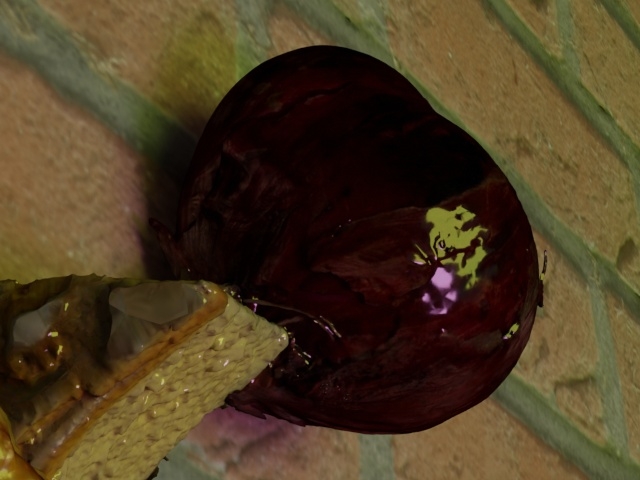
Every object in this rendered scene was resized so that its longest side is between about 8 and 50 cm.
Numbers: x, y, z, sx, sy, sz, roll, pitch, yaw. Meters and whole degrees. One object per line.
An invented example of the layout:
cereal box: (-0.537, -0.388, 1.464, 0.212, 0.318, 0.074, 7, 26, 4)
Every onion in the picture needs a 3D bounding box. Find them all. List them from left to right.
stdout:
onion: (0.018, -0.008, 1.054, 0.221, 0.281, 0.281, 110, -19, -58)

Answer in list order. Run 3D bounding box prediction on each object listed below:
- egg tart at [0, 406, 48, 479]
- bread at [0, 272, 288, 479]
egg tart: (-0.174, 0.160, 0.647, 0.295, 0.116, 0.295, 63, 6, -13)
bread: (-0.099, 0.072, 0.857, 0.147, 0.152, 0.127, 32, 47, -63)
